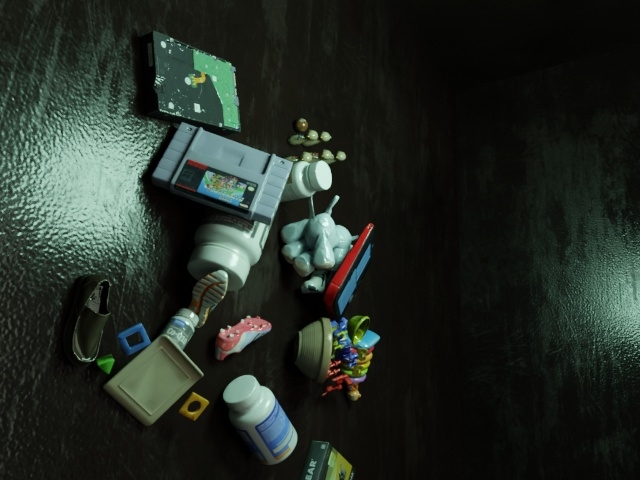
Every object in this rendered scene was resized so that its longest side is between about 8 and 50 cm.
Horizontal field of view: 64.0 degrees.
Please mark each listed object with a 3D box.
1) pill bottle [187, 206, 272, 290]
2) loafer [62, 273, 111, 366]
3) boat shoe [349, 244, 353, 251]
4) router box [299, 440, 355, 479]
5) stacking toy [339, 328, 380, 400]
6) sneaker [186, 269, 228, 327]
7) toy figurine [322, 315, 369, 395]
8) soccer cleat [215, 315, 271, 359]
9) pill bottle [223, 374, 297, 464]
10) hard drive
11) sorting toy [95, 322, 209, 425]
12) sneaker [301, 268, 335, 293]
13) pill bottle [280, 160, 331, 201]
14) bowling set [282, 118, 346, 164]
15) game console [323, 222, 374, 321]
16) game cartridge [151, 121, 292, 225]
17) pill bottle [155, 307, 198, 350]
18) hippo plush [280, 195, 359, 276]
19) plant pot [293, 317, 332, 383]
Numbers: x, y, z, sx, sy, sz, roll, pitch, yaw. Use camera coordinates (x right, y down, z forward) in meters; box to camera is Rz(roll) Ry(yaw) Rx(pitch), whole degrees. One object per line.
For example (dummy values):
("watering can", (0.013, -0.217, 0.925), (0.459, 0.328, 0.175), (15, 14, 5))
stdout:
("pill bottle", (-0.259, -0.044, 1.559), (0.204, 0.204, 0.361), (49, 45, -41))
("loafer", (-0.540, 0.183, 1.197), (0.080, 0.078, 0.220), (19, 68, -54))
("boat shoe", (0.097, 0.041, 2.192), (0.094, 0.109, 0.302), (52, -3, 41))
("router box", (0.008, 0.944, 1.895), (0.243, 0.081, 0.308), (55, 42, -35))
("stacking toy", (0.139, 0.533, 2.144), (0.166, 0.175, 0.301), (-17, 112, -62))
("sneaker", (-0.322, 0.154, 1.465), (0.084, 0.215, 0.083), (36, 30, -4))
("toy figurine", (0.045, 0.385, 1.966), (0.191, 0.217, 0.362), (-18, 132, -30))
("soccer cleat", (-0.249, 0.309, 1.642), (0.248, 0.083, 0.095), (-9, 121, -62))
("pill bottle", (-0.192, 0.554, 1.597), (0.152, 0.152, 0.272), (-54, 128, -47))
("hard drive", (-0.388, -0.469, 1.573), (0.339, 0.064, 0.236), (-2, 86, -56))
("sorting toy", (-0.428, 0.357, 1.321), (0.196, 0.047, 0.347), (-41, 123, -17))
("sneaker", (-0.005, 0.132, 2.021), (0.235, 0.094, 0.153), (10, 74, -56))
("pill bottle", (-0.083, -0.215, 1.841), (0.131, 0.229, 0.131), (17, 69, -55))
("bowling set", (-0.034, -0.392, 2.020), (0.287, 0.154, 0.199), (-21, 102, -57))
("game console", (0.125, 0.142, 2.021), (0.342, 0.060, 0.386), (-56, 165, -16))
("game cartridge", (-0.278, -0.195, 1.486), (0.355, 0.068, 0.230), (19, 54, -5))
("pill bottle", (-0.396, 0.258, 1.406), (0.078, 0.078, 0.137), (59, 39, -32))
("hippo plush", (0.000, 0.000, 1.939), (0.237, 0.234, 0.294), (18, 77, -59))
("plant pot", (-0.036, 0.394, 1.863), (0.237, 0.110, 0.237), (-171, -90, -80))
